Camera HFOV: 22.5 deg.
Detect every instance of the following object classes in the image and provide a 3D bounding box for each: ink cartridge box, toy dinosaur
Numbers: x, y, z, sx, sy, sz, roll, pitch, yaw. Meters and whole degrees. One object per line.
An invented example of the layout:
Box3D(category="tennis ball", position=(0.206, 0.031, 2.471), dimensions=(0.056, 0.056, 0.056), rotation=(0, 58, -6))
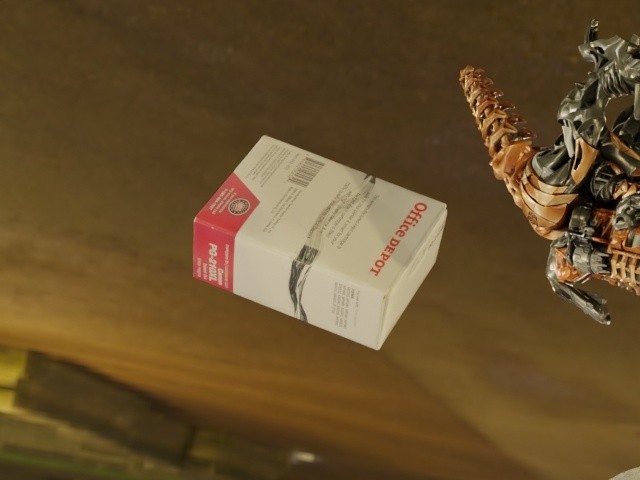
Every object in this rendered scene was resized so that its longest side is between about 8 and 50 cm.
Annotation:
Box3D(category="ink cartridge box", position=(0.000, 0.000, 1.816), dimensions=(0.237, 0.172, 0.100), rotation=(21, 136, 16))
Box3D(category="toy dinosaur", position=(0.235, -0.060, 1.363), dimensions=(0.322, 0.218, 0.164), rotation=(35, -163, 14))

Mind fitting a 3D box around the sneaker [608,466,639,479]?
Box3D(category="sneaker", position=(0.360, 0.402, 1.964), dimensions=(0.105, 0.296, 0.147), rotation=(21, 140, 40))
